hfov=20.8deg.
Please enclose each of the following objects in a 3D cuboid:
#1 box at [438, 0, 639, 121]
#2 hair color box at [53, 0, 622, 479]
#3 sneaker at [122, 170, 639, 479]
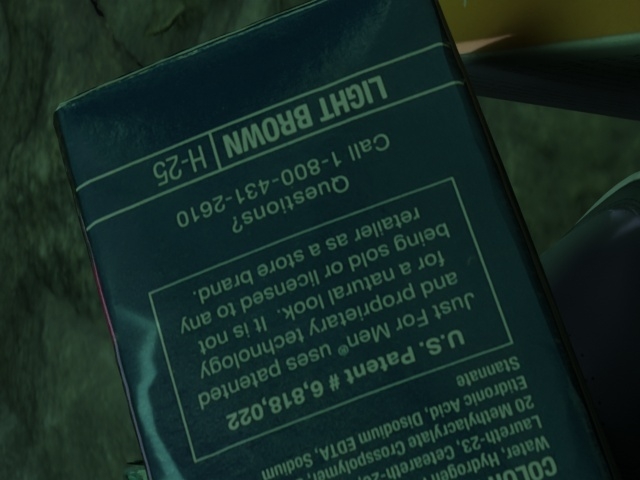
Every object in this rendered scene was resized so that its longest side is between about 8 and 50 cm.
[{"bbox_3d":[0.174,-0.147,0.429,0.345,0.168,0.215,0,86,53],"label":"box"},{"bbox_3d":[0.045,0.127,0.428,0.105,0.174,0.347,-21,66,6],"label":"hair color box"},{"bbox_3d":[0.019,0.091,0.607,0.124,0.178,0.295,56,129,41],"label":"sneaker"}]
